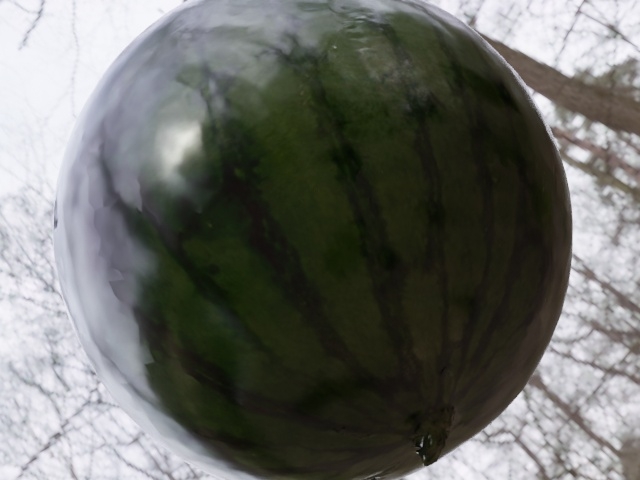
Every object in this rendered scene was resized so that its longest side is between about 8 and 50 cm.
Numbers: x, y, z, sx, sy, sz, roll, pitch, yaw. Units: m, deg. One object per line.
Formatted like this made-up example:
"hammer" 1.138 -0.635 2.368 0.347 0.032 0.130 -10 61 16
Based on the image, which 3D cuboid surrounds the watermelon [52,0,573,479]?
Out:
"watermelon" -0.002 -0.004 0.501 0.242 0.242 0.242 -23 -46 -25
